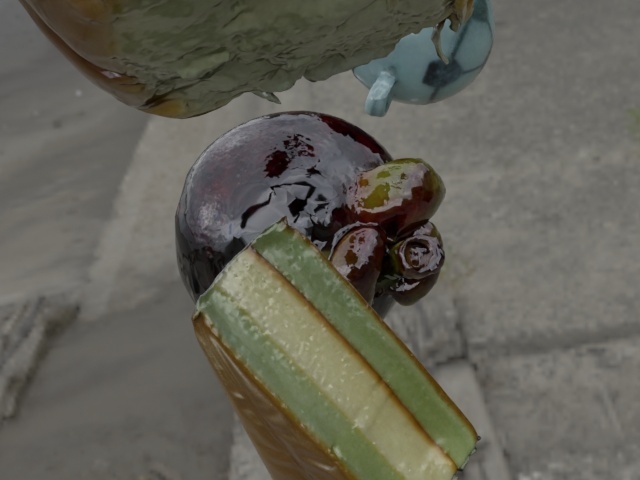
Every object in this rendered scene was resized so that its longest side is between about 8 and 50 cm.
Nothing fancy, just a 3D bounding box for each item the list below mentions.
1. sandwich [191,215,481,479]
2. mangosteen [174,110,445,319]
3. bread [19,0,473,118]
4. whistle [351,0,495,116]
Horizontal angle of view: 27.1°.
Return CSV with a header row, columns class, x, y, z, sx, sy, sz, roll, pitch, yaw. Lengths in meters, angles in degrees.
class,x,y,z,sx,sy,sz,roll,pitch,yaw
sandwich,-0.013,0.076,0.692,0.079,0.163,0.113,-50,16,-26
mangosteen,0.000,0.000,1.155,0.265,0.228,0.228,12,27,41
bread,-0.058,-0.198,0.609,0.225,0.250,0.279,-19,-11,1
whistle,0.107,-0.235,1.296,0.164,0.163,0.289,8,58,35
